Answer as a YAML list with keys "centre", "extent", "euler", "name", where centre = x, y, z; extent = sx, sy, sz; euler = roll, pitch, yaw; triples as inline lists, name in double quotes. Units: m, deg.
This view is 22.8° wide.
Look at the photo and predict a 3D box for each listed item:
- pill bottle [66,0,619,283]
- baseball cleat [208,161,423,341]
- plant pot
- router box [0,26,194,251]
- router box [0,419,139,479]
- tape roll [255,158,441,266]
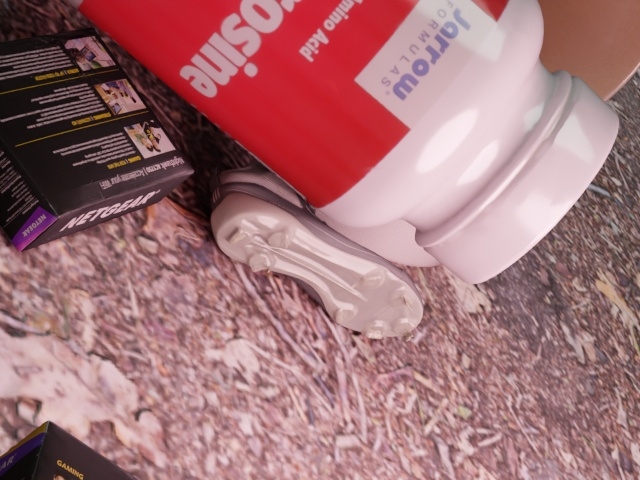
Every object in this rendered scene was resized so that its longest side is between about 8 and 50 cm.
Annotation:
- centre: [0.011, -0.159, 1.169]
  extent: [0.408, 0.229, 0.229]
  euler: [39, 30, -9]
  name: "pill bottle"
- centre: [0.000, 0.000, 1.235]
  extent: [0.206, 0.072, 0.109]
  euler: [33, 30, -35]
  name: "baseball cleat"
- centre: [0.203, -0.296, 1.736]
  extent: [0.256, 0.256, 0.274]
  euler: [13, 30, -50]
  name: "plant pot"
- centre: [-0.179, -0.074, 1.082]
  extent: [0.133, 0.046, 0.179]
  euler: [54, 28, 6]
  name: "router box"
- centre: [-0.066, 0.272, 0.808]
  extent: [0.309, 0.081, 0.243]
  euler: [39, 31, -23]
  name: "router box"
- centre: [0.028, -0.154, 1.457]
  extent: [0.392, 0.072, 0.392]
  euler: [37, 31, -27]
  name: "tape roll"
